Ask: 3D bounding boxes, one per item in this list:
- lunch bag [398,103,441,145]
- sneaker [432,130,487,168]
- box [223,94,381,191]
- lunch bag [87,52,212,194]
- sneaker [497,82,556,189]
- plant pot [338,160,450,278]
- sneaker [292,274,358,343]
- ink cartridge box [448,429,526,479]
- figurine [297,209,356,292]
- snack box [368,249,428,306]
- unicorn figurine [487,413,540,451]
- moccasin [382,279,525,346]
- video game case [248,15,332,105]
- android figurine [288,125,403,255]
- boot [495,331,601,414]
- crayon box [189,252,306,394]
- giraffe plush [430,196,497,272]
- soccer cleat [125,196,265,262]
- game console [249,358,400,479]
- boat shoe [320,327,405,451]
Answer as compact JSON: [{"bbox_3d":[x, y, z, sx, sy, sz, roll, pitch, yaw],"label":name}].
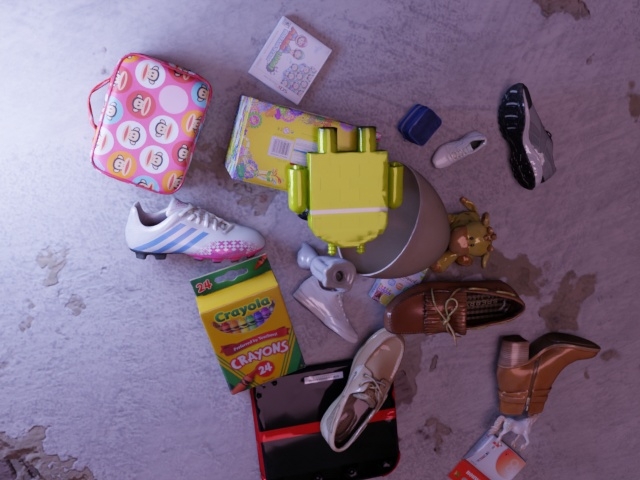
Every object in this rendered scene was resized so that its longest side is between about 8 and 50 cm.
[{"bbox_3d":[0.241,-0.284,1.817,0.098,0.065,0.067,-48,122,1],"label":"lunch bag"},{"bbox_3d":[0.351,-0.230,1.853,0.152,0.061,0.054,-31,108,-2],"label":"sneaker"},{"bbox_3d":[-0.052,-0.207,1.662,0.289,0.279,0.177,13,100,-13],"label":"box"},{"bbox_3d":[-0.401,-0.269,1.661,0.258,0.120,0.293,20,98,-14],"label":"lunch bag"},{"bbox_3d":[0.532,-0.271,1.871,0.108,0.100,0.272,-25,110,-20],"label":"sneaker"},{"bbox_3d":[0.203,-0.028,1.777,0.190,0.284,0.284,20,98,-36],"label":"plant pot"},{"bbox_3d":[0.034,0.175,1.874,0.212,0.080,0.094,43,80,-15],"label":"sneaker"},{"bbox_3d":[0.472,0.647,2.077,0.145,0.045,0.179,41,89,-16],"label":"ink cartridge box"},{"bbox_3d":[0.000,0.000,1.758,0.092,0.209,0.215,-8,108,-27],"label":"figurine"},{"bbox_3d":[0.202,0.107,1.907,0.100,0.037,0.141,28,95,-17],"label":"snack box"},{"bbox_3d":[0.546,0.521,2.028,0.161,0.060,0.111,17,95,-32],"label":"unicorn figurine"},{"bbox_3d":[0.343,0.184,1.875,0.379,0.147,0.139,0,105,-19],"label":"moccasin"},{"bbox_3d":[-0.072,-0.427,1.745,0.143,0.019,0.157,32,94,-16],"label":"video game case"},{"bbox_3d":[0.056,-0.102,1.533,0.248,0.056,0.273,-5,104,-10],"label":"android figurine"},{"bbox_3d":[0.621,0.373,2.011,0.283,0.109,0.220,-2,101,-9],"label":"boot"},{"bbox_3d":[-0.175,0.208,1.790,0.202,0.081,0.319,-20,120,-6],"label":"crayon box"},{"bbox_3d":[0.366,-0.003,1.847,0.210,0.170,0.181,-31,106,-4],"label":"giraffe plush"},{"bbox_3d":[-0.293,-0.029,1.732,0.331,0.116,0.143,0,113,-10],"label":"soccer cleat"},{"bbox_3d":[0.019,0.491,1.952,0.386,0.060,0.342,-8,98,-10],"label":"game console"},{"bbox_3d":[0.122,0.384,1.873,0.121,0.110,0.341,29,91,-13],"label":"boat shoe"}]
